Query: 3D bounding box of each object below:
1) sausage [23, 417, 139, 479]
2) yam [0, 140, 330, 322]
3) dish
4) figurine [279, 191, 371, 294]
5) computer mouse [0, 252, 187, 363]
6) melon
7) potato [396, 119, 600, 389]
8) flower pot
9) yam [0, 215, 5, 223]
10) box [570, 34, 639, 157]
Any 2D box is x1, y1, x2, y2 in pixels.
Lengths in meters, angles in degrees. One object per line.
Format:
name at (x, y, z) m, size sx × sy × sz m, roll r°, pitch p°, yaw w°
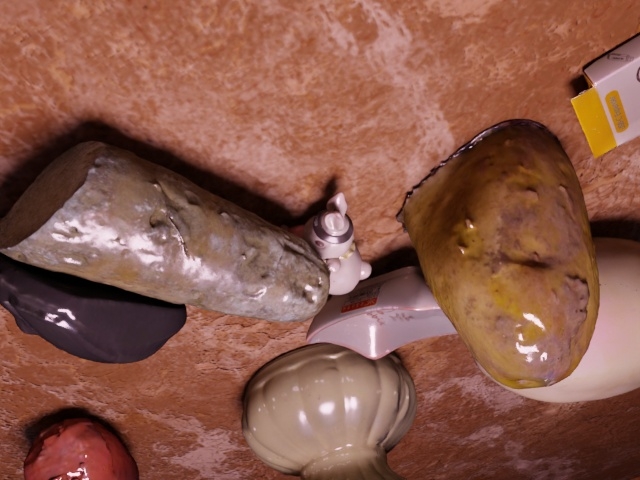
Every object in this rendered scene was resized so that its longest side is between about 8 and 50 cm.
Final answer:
sausage at (-0.377, 0.381, 1.058) m, size 0.152 × 0.152 × 0.280 m, roll -10°, pitch 145°, yaw -8°
yam at (-0.130, 0.007, 0.654) m, size 0.330 × 0.133 × 0.133 m, roll 23°, pitch 129°, yaw -30°
dish at (0.097, 0.096, 0.891) m, size 0.151 × 0.077 × 0.212 m, roll 21°, pitch 149°, yaw -38°
figurine at (-0.001, 0.009, 0.770) m, size 0.098 × 0.081 × 0.146 m, roll -19°, pitch 143°, yaw 5°
computer mouse at (-0.243, 0.077, 0.685) m, size 0.086 × 0.137 × 0.269 m, roll -65°, pitch 158°, yaw -2°
melon at (0.363, 0.109, 0.917) m, size 0.317 × 0.223 × 0.223 m, roll -10°, pitch 143°, yaw -8°
potato at (0.220, 0.035, 0.742) m, size 0.229 × 0.266 × 0.229 m, roll -8°, pitch 145°, yaw -6°
flower pot at (0.027, 0.335, 1.068) m, size 0.307 × 0.244 × 0.307 m, roll -9°, pitch 142°, yaw -7°
yam at (-0.431, 0.012, 0.666) m, size 0.234 × 0.029 × 0.027 m, roll -13°, pitch 116°, yaw -2°
box at (0.390, -0.191, 0.698) m, size 0.247 × 0.033 × 0.129 m, roll -30°, pitch 142°, yaw 18°
